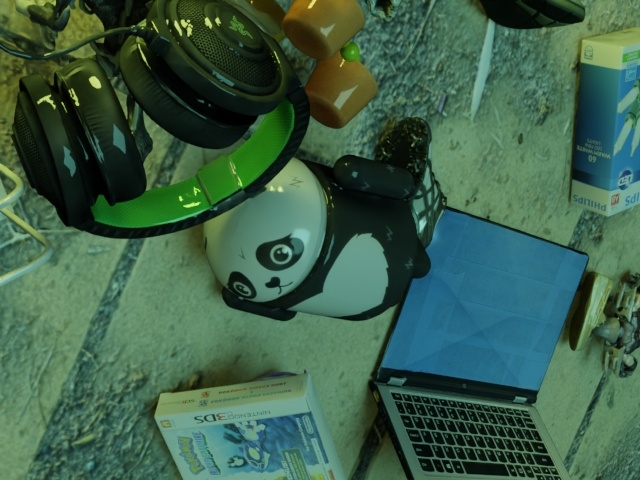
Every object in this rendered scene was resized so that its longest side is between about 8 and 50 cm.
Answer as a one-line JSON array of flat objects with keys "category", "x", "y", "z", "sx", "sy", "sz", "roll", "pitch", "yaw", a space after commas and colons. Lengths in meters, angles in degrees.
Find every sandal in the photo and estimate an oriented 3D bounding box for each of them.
[{"category": "sandal", "x": 0.236, "y": -0.343, "z": 1.206, "sx": 0.303, "sy": 0.120, "sz": 0.086, "roll": 22, "pitch": 79, "yaw": -41}]

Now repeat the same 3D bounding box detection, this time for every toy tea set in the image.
[{"category": "toy tea set", "x": -0.021, "y": -0.261, "z": 0.970, "sx": 0.124, "sy": 0.200, "sz": 0.336, "roll": -54, "pitch": 158, "yaw": -18}]

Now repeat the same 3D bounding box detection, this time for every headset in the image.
[{"category": "headset", "x": -0.161, "y": -0.137, "z": 0.810, "sx": 0.243, "sy": 0.185, "sz": 0.394, "roll": -30, "pitch": 156, "yaw": 5}]

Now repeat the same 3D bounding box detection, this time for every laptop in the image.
[{"category": "laptop", "x": 0.290, "y": 0.211, "z": 1.388, "sx": 0.382, "sy": 0.407, "sz": 0.236, "roll": 15, "pitch": 131, "yaw": -40}]

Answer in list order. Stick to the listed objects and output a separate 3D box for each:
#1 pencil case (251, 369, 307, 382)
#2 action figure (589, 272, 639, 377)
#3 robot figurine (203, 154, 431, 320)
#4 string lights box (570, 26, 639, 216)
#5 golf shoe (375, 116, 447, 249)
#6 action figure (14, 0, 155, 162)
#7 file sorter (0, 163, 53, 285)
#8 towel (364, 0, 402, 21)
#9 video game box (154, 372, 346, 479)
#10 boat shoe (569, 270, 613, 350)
[{"category": "pencil case", "x": -0.034, "y": 0.264, "z": 1.240, "sx": 0.088, "sy": 0.086, "sz": 0.206, "roll": -14, "pitch": 122, "yaw": 5}, {"category": "action figure", "x": 0.570, "y": 0.153, "z": 1.672, "sx": 0.285, "sy": 0.099, "sz": 0.185, "roll": 3, "pitch": 112, "yaw": -26}, {"category": "robot figurine", "x": 0.000, "y": 0.003, "z": 1.108, "sx": 0.278, "sy": 0.174, "sz": 0.209, "roll": 15, "pitch": 90, "yaw": -41}, {"category": "string lights box", "x": 0.457, "y": -0.181, "z": 1.461, "sx": 0.133, "sy": 0.077, "sz": 0.259, "roll": -19, "pitch": 118, "yaw": -33}, {"category": "golf shoe", "x": 0.121, "y": -0.069, "z": 1.253, "sx": 0.094, "sy": 0.077, "sz": 0.198, "roll": -18, "pitch": 125, "yaw": -44}, {"category": "action figure", "x": -0.198, "y": -0.206, "z": 0.893, "sx": 0.164, "sy": 0.141, "sz": 0.275, "roll": -4, "pitch": 130, "yaw": -28}, {"category": "file sorter", "x": -0.366, "y": -0.081, "z": 0.791, "sx": 0.193, "sy": 0.173, "sz": 0.277, "roll": -29, "pitch": 123, "yaw": -26}, {"category": "towel", "x": 0.041, "y": -0.429, "z": 0.942, "sx": 0.324, "sy": 0.056, "sz": 0.312, "roll": 62, "pitch": 30, "yaw": -34}, {"category": "video game box", "x": -0.078, "y": 0.259, "z": 1.161, "sx": 0.187, "sy": 0.048, "sz": 0.205, "roll": -9, "pitch": 122, "yaw": 14}, {"category": "boat shoe", "x": 0.446, "y": 0.120, "z": 1.581, "sx": 0.045, "sy": 0.050, "sz": 0.135, "roll": 14, "pitch": 100, "yaw": -9}]
